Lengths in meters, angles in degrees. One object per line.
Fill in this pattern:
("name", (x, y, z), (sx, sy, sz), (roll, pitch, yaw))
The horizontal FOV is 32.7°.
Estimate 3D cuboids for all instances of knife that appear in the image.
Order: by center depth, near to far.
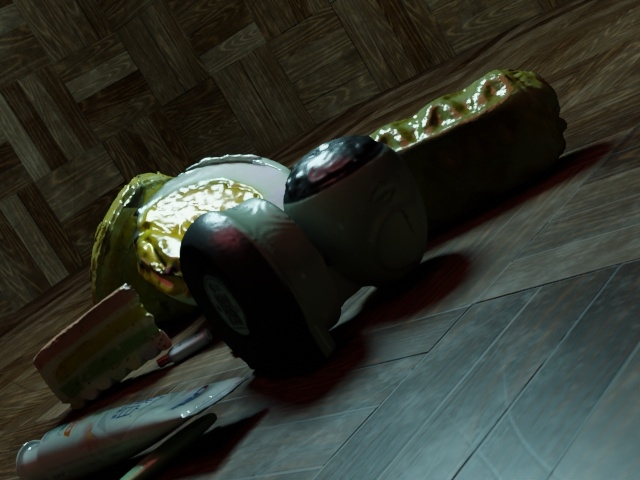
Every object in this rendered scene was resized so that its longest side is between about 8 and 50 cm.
("knife", (-0.212, 0.258, 1.063), (0.293, 0.020, 0.043), (-36, 13, -26))

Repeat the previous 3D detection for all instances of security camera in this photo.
("security camera", (0.000, 0.000, 1.221), (0.277, 0.191, 0.197), (-34, 9, -23))

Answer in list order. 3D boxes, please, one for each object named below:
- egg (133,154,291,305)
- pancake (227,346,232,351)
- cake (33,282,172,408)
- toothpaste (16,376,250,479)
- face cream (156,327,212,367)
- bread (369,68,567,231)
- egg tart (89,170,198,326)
("egg", (-0.135, 0.016, 1.641), (0.264, 0.174, 0.286), (-18, 37, -2))
("pancake", (-0.066, 0.100, 1.398), (0.139, 0.022, 0.139), (-31, 9, 5))
("cake", (-0.317, 0.158, 1.558), (0.225, 0.109, 0.090), (-32, 8, 41))
("toothpaste", (-0.211, 0.206, 1.164), (0.323, 0.066, 0.100), (-25, 1, 37))
("face cream", (-0.190, 0.151, 1.520), (0.083, 0.021, 0.040), (-30, 10, 4))
("bread", (0.178, -0.113, 1.372), (0.268, 0.152, 0.130), (-27, -11, 17))
("egg tart", (-0.262, 0.030, 1.794), (0.115, 0.290, 0.290), (12, 32, 26))
